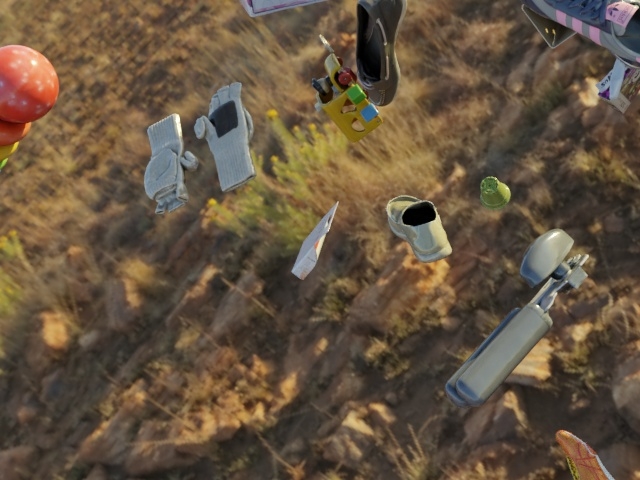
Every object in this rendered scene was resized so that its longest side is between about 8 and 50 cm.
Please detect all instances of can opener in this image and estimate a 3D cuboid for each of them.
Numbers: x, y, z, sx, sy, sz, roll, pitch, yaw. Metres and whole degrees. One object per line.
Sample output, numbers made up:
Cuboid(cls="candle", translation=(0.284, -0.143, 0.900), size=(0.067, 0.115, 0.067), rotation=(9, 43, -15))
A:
Cuboid(cls="can opener", translation=(0.258, 0.098, 1.093), size=(0.283, 0.095, 0.076), rotation=(-43, -2, -21))

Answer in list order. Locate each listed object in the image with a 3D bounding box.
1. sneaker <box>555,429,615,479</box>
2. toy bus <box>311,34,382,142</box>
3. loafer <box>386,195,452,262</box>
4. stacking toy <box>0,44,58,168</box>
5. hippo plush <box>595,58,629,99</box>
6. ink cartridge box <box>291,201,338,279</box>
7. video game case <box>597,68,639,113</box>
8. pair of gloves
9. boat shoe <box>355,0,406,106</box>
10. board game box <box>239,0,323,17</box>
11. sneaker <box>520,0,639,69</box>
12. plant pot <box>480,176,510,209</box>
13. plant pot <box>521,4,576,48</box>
Cuboid(cls="sneaker", translation=(0.518, 0.450, 1.585), size=(0.067, 0.175, 0.064), rotation=(-34, -14, -13))
Cuboid(cls="toy bus", translation=(0.039, -0.301, 1.704), size=(0.104, 0.202, 0.191), rotation=(-37, -13, 11))
Cuboid(cls="loafer", translation=(0.210, -0.046, 1.743), size=(0.101, 0.092, 0.268), rotation=(-17, 27, -8))
Cuboid(cls="stacking toy", translation=(-0.432, -0.125, 1.007), size=(0.330, 0.141, 0.141), rotation=(-29, 34, 35))
Cuboid(cls="hippo plush", translation=(0.594, -0.468, 1.554), size=(0.294, 0.236, 0.234), rotation=(-37, 11, 17))
Cuboid(cls="ink cartridge box", translation=(0.000, 0.000, 2.133), size=(0.179, 0.045, 0.145), rotation=(-46, 14, 35))
Cuboid(cls="video game case", translation=(0.769, -0.428, 1.957), size=(0.042, 0.210, 0.232), rotation=(38, 106, 23))
Cuboid(cls="pair of gloves", translation=(-0.227, -0.165, 1.469), size=(0.240, 0.042, 0.204), rotation=(-18, 63, 25))
Cuboid(cls="boat shoe", translation=(0.112, -0.409, 1.752), size=(0.095, 0.335, 0.112), rotation=(-35, 62, -23))
Cuboid(cls="board game box", translation=(0.064, -0.374, 0.659), size=(0.318, 0.319, 0.066), rotation=(-14, 34, -11))
Cuboid(cls="sneaker", translation=(0.469, -0.398, 1.365), size=(0.112, 0.319, 0.131), rotation=(-62, 5, 10))
Cuboid(cls="plant pot", translation=(0.471, -0.136, 2.219), size=(0.083, 0.079, 0.083), rotation=(-9, 67, 22))
Cuboid(cls="plant pot", translation=(0.484, -0.471, 1.619), size=(0.109, 0.109, 0.096), rotation=(-33, 14, 36))
